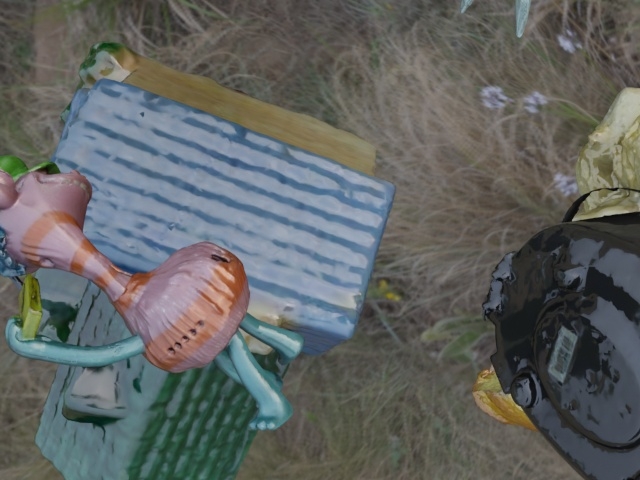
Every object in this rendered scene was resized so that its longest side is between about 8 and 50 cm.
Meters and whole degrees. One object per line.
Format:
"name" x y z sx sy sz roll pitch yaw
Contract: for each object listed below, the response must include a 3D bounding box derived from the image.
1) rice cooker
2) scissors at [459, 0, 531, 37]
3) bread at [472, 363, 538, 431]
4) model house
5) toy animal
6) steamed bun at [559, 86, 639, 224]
"rice cooker" 0.172 0.058 0.437 0.203 0.118 0.142 45 131 54
"scissors" 0.229 -0.406 0.921 0.256 0.029 0.383 41 136 32
"bread" 0.362 0.209 1.283 0.260 0.129 0.134 -31 97 -11
"model house" -0.152 0.048 0.857 0.334 0.342 0.382 20 112 -6
"toy animal" -0.104 0.035 0.466 0.208 0.103 0.100 32 152 -8
"steamed bun" 0.250 0.007 0.571 0.192 0.106 0.177 25 106 -7
